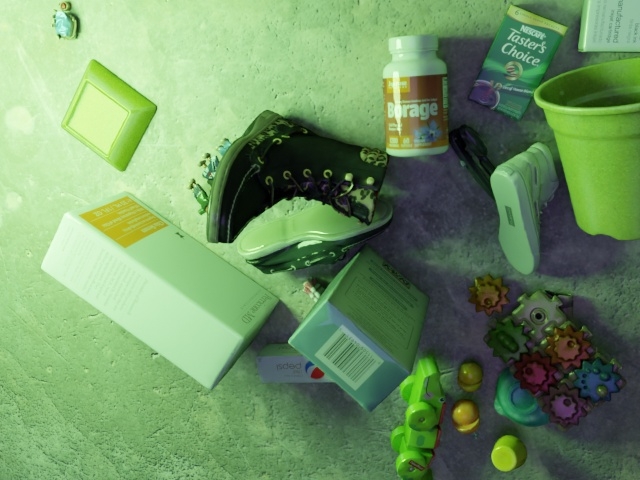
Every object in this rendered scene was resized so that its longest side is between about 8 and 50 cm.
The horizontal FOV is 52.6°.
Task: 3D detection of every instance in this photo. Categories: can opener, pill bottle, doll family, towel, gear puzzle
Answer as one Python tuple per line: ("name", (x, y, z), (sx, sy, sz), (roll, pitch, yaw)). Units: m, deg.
("can opener", (0.311, -0.142, 1.255), (0.059, 0.073, 0.186), (-31, 105, 15))
("pill bottle", (0.178, -0.271, 1.217), (0.121, 0.121, 0.216), (-1, 104, 17))
("doll family", (-0.210, -0.127, 1.391), (0.111, 0.076, 0.193), (53, 136, 18))
("towel", (0.041, 0.152, 1.383), (0.197, 0.144, 0.029), (41, 92, 1))
("gear puzzle", (0.424, 0.197, 1.275), (0.175, 0.044, 0.339), (-45, 72, 17))

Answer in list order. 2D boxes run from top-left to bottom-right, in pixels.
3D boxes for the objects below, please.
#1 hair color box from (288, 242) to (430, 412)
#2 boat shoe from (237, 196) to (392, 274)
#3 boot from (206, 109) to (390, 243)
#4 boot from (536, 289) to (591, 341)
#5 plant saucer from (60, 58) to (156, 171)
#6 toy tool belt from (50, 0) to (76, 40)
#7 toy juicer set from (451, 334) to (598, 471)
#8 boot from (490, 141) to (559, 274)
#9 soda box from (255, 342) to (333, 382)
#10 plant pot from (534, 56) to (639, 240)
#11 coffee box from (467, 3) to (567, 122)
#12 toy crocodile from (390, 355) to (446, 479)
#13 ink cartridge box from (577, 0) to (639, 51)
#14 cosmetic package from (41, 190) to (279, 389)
("hair color box", (0.090, 0.146, 1.235), (0.185, 0.374, 0.113), (41, 110, 1))
("boat shoe", (-0.001, 0.003, 1.366), (0.340, 0.127, 0.113), (-18, 129, 12))
("boot", (-0.033, -0.100, 1.216), (0.284, 0.377, 0.138), (17, 127, 5))
("boot", (0.490, 0.149, 1.299), (0.118, 0.042, 0.087), (12, 107, 12))
("plant saucer", (-0.491, -0.276, 1.458), (0.188, 0.045, 0.188), (37, 113, 3))
("toy tool belt", (-0.562, -0.479, 1.413), (0.052, 0.051, 0.083), (3, 107, 15))
("toy juicer set", (0.403, 0.300, 1.360), (0.209, 0.089, 0.329), (35, 105, 26))
("boot", (0.406, -0.058, 1.232), (0.123, 0.095, 0.258), (-34, 130, -16))
("soda box", (-0.033, 0.278, 1.477), (0.216, 0.074, 0.069), (-5, 105, 18))
("plant pot", (0.518, -0.149, 1.098), (0.276, 0.276, 0.253), (-6, 116, 18))
("coffee box", (0.358, -0.325, 1.191), (0.113, 0.040, 0.184), (27, 112, 7))
("toy crocodile", (0.223, 0.410, 1.423), (0.105, 0.115, 0.340), (5, 111, -5))
("ink cartridge box", (0.586, -0.413, 1.051), (0.289, 0.121, 0.211), (5, 107, 15))
("cosmetic package", (-0.344, 0.097, 1.431), (0.453, 0.230, 0.161), (35, 112, 3))
